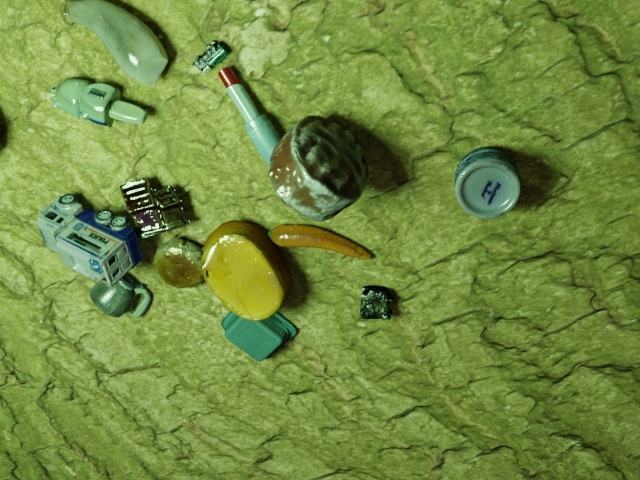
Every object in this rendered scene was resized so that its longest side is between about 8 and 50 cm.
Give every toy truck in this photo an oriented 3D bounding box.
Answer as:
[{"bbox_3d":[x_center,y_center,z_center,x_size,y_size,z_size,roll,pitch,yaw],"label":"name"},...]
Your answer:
[{"bbox_3d":[-0.253,-0.422,1.574,0.083,0.039,0.044,-37,119,22],"label":"toy truck"},{"bbox_3d":[-0.597,-0.003,1.733,0.268,0.155,0.124,22,140,21],"label":"toy truck"}]

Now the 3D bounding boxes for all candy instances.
[{"bbox_3d":[-0.004,-0.161,1.524,0.214,0.289,0.157,46,122,-9],"label":"candy"}]

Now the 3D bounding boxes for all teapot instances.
[{"bbox_3d":[-0.545,0.152,1.875,0.149,0.111,0.108,43,102,-6],"label":"teapot"}]

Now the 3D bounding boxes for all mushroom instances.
[{"bbox_3d":[-0.469,-0.476,1.558,0.270,0.103,0.118,40,111,1],"label":"mushroom"}]

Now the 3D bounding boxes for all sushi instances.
[{"bbox_3d":[0.149,0.162,1.787,0.084,0.056,0.083,6,110,8],"label":"sushi"}]

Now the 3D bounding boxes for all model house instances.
[{"bbox_3d":[-0.427,-0.090,1.743,0.165,0.106,0.152,-16,107,3],"label":"model house"}]

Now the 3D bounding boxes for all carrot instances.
[{"bbox_3d":[0.000,0.000,1.732,0.271,0.062,0.066,8,85,2],"label":"carrot"}]

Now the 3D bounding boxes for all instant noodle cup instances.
[{"bbox_3d":[-0.178,0.253,1.882,0.179,0.070,0.157,39,118,-11],"label":"instant noodle cup"}]

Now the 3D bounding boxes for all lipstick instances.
[{"bbox_3d":[-0.155,-0.284,1.610,0.061,0.068,0.274,-26,103,28],"label":"lipstick"}]

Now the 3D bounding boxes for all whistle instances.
[{"bbox_3d":[-0.533,-0.327,1.639,0.244,0.110,0.092,17,150,1],"label":"whistle"}]

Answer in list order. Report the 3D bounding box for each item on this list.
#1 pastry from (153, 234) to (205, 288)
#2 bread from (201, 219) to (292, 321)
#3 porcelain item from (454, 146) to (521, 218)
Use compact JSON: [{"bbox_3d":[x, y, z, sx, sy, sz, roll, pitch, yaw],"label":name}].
[{"bbox_3d":[-0.367,0.062,1.811,0.153,0.081,0.153,2,116,4],"label":"pastry"},{"bbox_3d":[-0.189,0.079,1.753,0.195,0.143,0.270,-33,103,11],"label":"bread"},{"bbox_3d":[0.381,-0.134,1.561,0.147,0.114,0.147,5,117,10],"label":"porcelain item"}]
